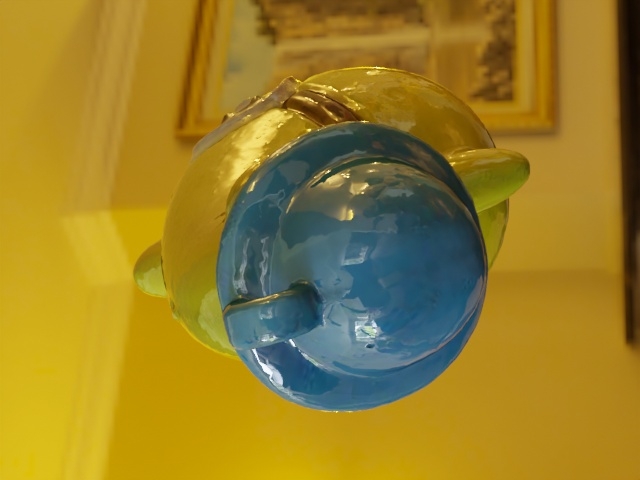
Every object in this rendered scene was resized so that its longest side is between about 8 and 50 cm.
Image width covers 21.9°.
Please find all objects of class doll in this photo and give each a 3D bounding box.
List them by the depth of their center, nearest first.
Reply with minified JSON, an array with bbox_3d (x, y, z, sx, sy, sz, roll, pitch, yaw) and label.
[{"bbox_3d":[0.000,0.000,0.748,0.363,0.199,0.145,-57,-55,-78],"label":"doll"}]
